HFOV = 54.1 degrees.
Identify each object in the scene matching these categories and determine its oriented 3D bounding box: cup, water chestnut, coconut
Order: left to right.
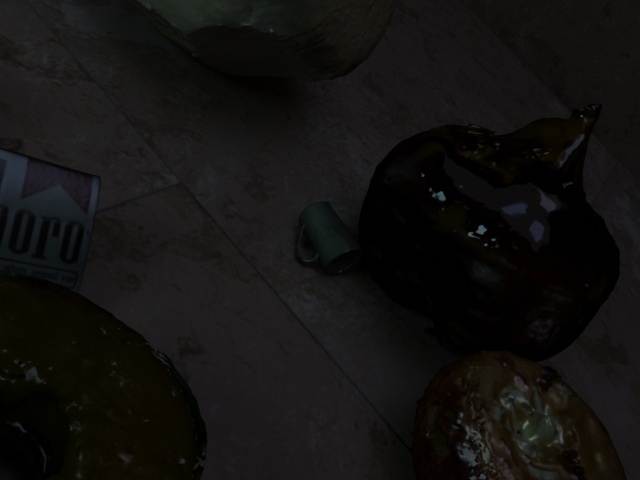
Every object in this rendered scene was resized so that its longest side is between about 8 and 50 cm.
[{"bbox_3d":[-0.097,-0.402,0.853,0.415,0.345,0.415,34,-4,3],"label":"coconut"},{"bbox_3d":[0.002,0.001,0.796,0.083,0.075,0.054,59,2,26],"label":"cup"},{"bbox_3d":[0.228,-0.032,0.796,0.335,0.347,0.335,27,25,-14],"label":"water chestnut"}]

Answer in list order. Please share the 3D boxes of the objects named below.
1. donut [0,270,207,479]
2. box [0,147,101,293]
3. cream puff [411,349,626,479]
[{"bbox_3d":[-0.199,0.135,0.369,0.272,0.107,0.272,33,18,-12],"label":"donut"},{"bbox_3d":[-0.279,-0.023,0.508,0.177,0.036,0.115,16,75,-36],"label":"box"},{"bbox_3d":[0.198,0.231,0.650,0.240,0.164,0.240,17,35,-12],"label":"cream puff"}]
